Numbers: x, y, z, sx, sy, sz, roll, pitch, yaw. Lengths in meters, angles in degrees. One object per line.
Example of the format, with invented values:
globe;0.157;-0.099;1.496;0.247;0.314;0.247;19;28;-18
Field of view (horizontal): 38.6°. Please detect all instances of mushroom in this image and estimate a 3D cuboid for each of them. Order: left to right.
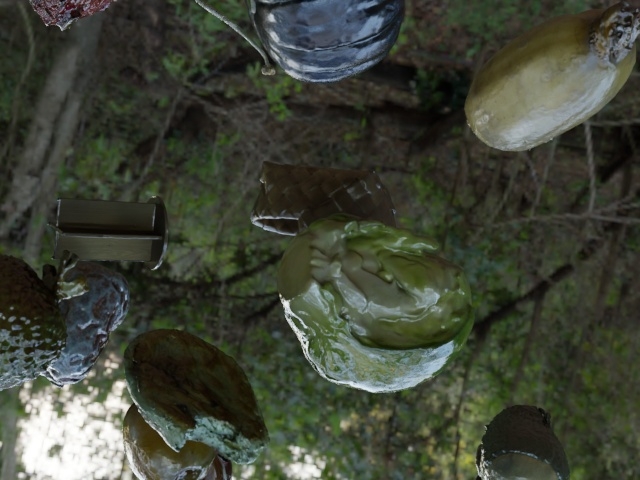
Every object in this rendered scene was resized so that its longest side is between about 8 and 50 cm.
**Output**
mushroom;-0.187;-0.422;1.743;0.286;0.028;0.026;46;133;-13

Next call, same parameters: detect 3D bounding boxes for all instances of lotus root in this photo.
lotus root;0.333;-0.229;1.286;0.169;0.151;0.343;-19;175;-28

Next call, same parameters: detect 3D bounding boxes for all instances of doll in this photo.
doll;0.485;0.542;2.246;0.247;0.247;0.349;11;-156;6

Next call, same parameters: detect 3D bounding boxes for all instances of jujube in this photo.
jujube;-0.611;0.201;2.278;0.226;0.317;0.226;19;157;9

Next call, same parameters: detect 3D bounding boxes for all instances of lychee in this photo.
lychee;-0.640;0.160;1.862;0.270;0.270;0.320;10;-143;32

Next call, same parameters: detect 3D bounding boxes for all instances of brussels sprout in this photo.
brussels sprout;0.087;0.126;1.701;0.371;0.275;0.315;26;150;-19

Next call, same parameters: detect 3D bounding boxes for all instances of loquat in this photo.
loquat;-0.294;0.378;1.764;0.179;0.179;0.227;12;-151;-37

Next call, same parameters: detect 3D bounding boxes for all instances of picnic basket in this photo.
picnic basket;0.000;0.000;2.089;0.337;0.337;0.293;11;173;14

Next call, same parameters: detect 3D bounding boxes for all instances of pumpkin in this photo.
pumpkin;-0.003;-0.458;1.585;0.266;0.363;0.363;-16;-179;-4

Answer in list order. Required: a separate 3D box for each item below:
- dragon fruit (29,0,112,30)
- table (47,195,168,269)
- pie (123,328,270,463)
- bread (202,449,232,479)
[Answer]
dragon fruit;-0.414;-0.551;1.775;0.330;0.302;0.240;-12;-141;-41
table;-0.470;-0.021;2.006;0.227;0.167;0.167;2;-177;-29
pie;-0.203;0.257;1.524;0.302;0.067;0.302;33;-162;-12
bread;-0.330;0.581;2.310;0.224;0.212;0.142;39;-161;20
